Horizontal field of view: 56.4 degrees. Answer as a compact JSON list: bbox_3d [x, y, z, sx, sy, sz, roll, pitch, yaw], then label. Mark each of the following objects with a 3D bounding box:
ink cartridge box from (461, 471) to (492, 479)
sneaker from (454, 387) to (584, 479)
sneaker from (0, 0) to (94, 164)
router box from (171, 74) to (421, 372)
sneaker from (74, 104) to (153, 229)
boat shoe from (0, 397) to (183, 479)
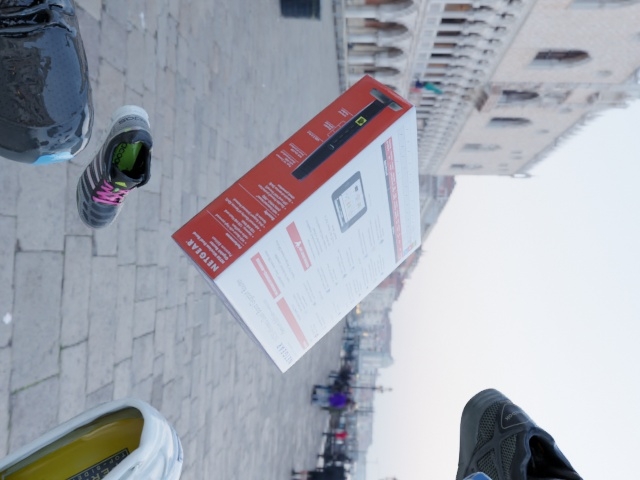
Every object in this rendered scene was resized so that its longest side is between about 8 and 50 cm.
[{"bbox_3d":[0.085,0.200,0.204,0.140,0.082,0.190,34,-31,52],"label":"ink cartridge box"},{"bbox_3d":[0.222,0.296,0.682,0.130,0.087,0.227,31,-54,57],"label":"sneaker"},{"bbox_3d":[-0.276,-0.230,0.495,0.140,0.125,0.340,-28,-100,59],"label":"sneaker"},{"bbox_3d":[0.000,0.000,0.791,0.301,0.082,0.335,-41,152,-14],"label":"router box"},{"bbox_3d":[-0.249,-0.077,0.724,0.170,0.063,0.074,-58,-138,19],"label":"sneaker"},{"bbox_3d":[-0.294,0.246,0.492,0.135,0.367,0.156,53,-21,31],"label":"boat shoe"}]
